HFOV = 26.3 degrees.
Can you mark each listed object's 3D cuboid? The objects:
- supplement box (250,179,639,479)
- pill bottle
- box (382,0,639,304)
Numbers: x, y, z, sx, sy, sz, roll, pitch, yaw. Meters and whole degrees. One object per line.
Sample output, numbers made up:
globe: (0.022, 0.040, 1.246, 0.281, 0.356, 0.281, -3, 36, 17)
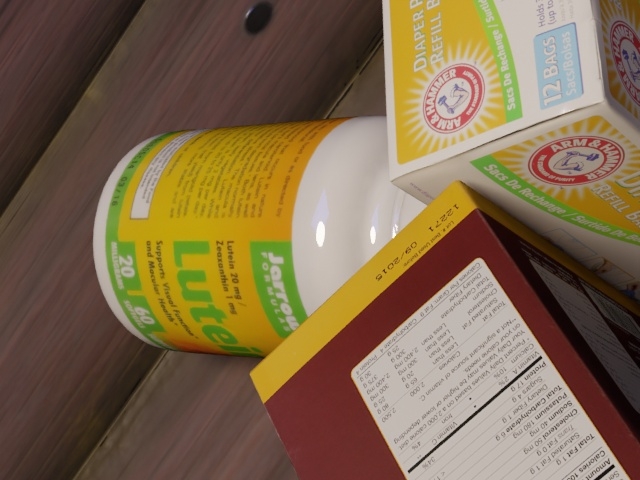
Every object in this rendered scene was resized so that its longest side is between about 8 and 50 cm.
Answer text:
supplement box: (0.106, 0.112, 0.582, 0.129, 0.191, 0.194, -44, 47, 16)
pill bottle: (0.000, 0.000, 0.768, 0.246, 0.136, 0.136, 0, 69, 41)
box: (0.127, -0.054, 0.636, 0.103, 0.203, 0.114, -20, 58, 33)
